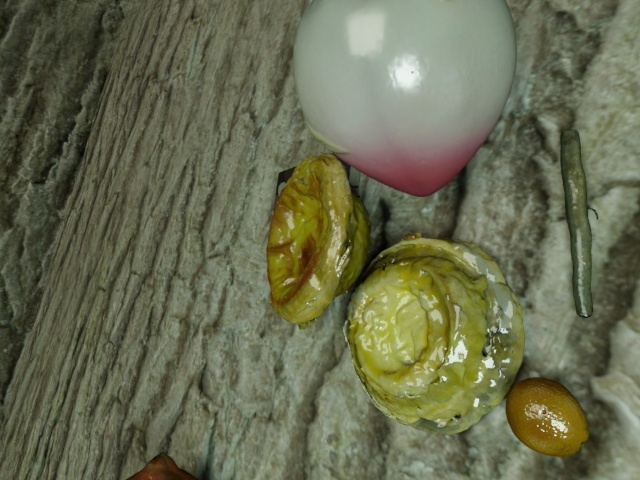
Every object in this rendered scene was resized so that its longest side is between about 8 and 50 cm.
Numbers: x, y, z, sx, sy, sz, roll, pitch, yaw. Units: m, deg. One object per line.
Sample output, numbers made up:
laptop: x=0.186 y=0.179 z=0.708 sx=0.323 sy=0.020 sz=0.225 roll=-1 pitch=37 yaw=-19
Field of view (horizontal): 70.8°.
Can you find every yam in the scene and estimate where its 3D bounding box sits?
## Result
yam: x=0.307 y=-0.026 z=0.534 sx=0.027 sy=0.029 sz=0.234 roll=108 pitch=166 yaw=-74

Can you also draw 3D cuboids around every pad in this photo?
pad: x=-0.015 y=-0.092 z=0.893 sx=0.235 sy=0.003 sz=0.158 roll=-10 pitch=68 yaw=43

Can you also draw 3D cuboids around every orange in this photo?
orange: x=0.241 y=0.188 z=0.482 sx=0.085 sy=0.085 sz=0.085 roll=-18 pitch=63 yaw=40

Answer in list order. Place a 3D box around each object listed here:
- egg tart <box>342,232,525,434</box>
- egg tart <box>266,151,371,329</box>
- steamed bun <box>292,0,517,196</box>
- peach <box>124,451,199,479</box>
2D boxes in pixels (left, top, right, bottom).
egg tart: x=0.127 y=0.118 z=0.609 sx=0.279 sy=0.095 sz=0.278 roll=-17 pitch=65 yaw=41
egg tart: x=0.000 y=0.000 z=0.730 sx=0.295 sy=0.116 sz=0.294 roll=-41 pitch=42 yaw=52
steamed bun: x=0.116 y=-0.200 z=0.622 sx=0.309 sy=0.309 sz=0.309 roll=-18 pitch=63 yaw=40
peach: x=-0.302 y=0.513 z=0.796 sx=0.232 sy=0.232 sz=0.256 roll=-14 pitch=76 yaw=41
